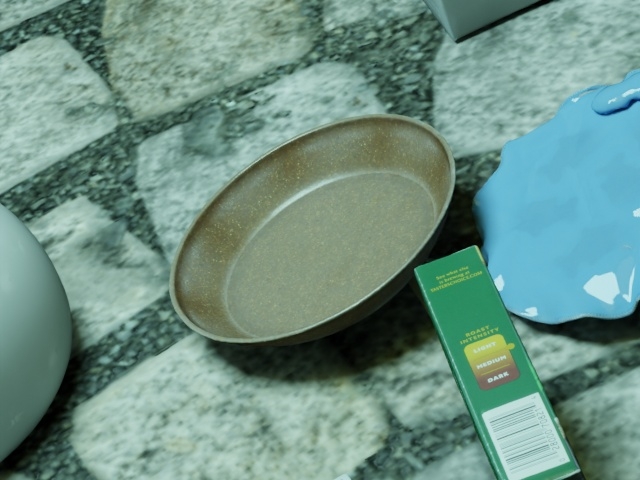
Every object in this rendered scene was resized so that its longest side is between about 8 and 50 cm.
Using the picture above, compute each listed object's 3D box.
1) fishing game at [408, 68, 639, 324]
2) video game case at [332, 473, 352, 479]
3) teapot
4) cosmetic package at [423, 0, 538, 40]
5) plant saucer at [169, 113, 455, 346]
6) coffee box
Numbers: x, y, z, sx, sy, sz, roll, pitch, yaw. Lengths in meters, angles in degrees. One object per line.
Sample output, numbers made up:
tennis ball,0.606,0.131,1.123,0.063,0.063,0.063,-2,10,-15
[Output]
fishing game,0.172,-0.023,1.100,0.264,0.041,0.189,-38,39,4
video game case,-0.021,0.181,0.986,0.122,0.011,0.087,-29,38,-8
teapot,-0.287,0.034,1.159,0.252,0.187,0.256,-34,38,-15
cosmetic package,0.167,-0.254,1.349,0.238,0.107,0.127,-26,36,1
plant saucer,0.000,0.000,1.160,0.199,0.036,0.198,-21,36,17
coffee box,0.101,0.097,0.942,0.040,0.113,0.184,-23,36,2
